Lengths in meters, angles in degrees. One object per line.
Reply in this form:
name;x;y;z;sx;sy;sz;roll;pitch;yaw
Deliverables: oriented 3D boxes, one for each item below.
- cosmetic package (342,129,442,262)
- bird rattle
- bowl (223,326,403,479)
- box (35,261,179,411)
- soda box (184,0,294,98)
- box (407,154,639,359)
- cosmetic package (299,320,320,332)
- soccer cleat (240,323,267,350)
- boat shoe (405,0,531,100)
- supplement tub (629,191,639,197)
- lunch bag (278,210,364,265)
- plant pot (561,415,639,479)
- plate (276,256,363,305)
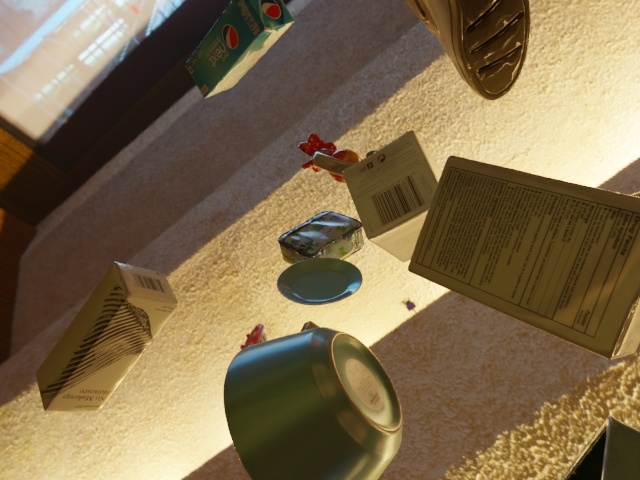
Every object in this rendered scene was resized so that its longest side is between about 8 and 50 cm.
cosmetic package;0.162;-0.073;0.904;0.151;0.183;0.151;-28;-117;19
bird rattle;0.060;-0.192;1.175;0.253;0.207;0.143;26;-76;6
bowl;0.014;0.263;0.780;0.163;0.311;0.312;-40;-137;19
box;-0.379;0.175;0.864;0.275;0.113;0.094;-52;-129;13
soda box;-0.137;-0.316;0.787;0.071;0.067;0.210;-37;-170;-39
box;0.241;0.011;0.541;0.232;0.126;0.149;25;-81;41
cosmetic package;-0.001;0.269;1.289;0.041;0.115;0.060;-35;-158;57
soccer cleat;-0.177;0.341;1.378;0.083;0.095;0.248;-45;-159;24
boat shoe;0.169;-0.317;0.606;0.113;0.302;0.103;-37;-144;-2
supplement tub;0.498;0.000;0.761;0.199;0.144;0.144;-18;-133;3
lunch bag;0.000;0.000;1.387;0.219;0.090;0.176;-30;-145;-30
plant pot;0.418;0.409;0.559;0.252;0.247;0.248;17;-130;22
plate;-0.001;0.093;1.061;0.188;0.024;0.188;-4;-151;2
